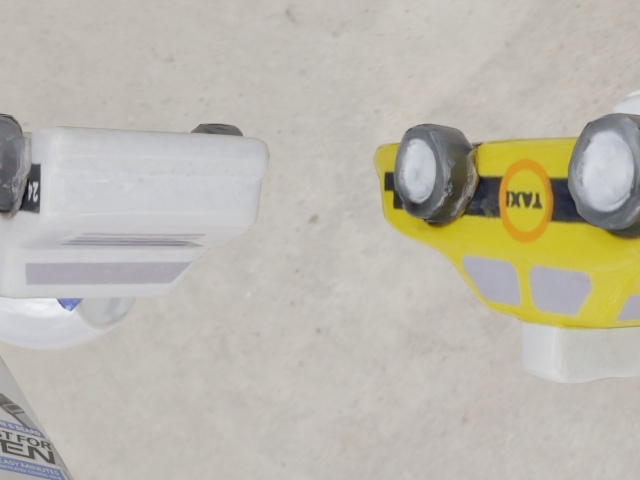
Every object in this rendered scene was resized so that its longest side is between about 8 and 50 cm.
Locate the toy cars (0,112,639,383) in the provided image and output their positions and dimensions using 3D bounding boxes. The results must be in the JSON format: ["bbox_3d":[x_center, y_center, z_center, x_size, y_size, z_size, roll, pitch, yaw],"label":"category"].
[{"bbox_3d":[0.000,0.000,0.454,0.393,0.176,0.087,2,92,18],"label":"toy cars"}]

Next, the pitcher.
[{"bbox_3d":[-0.251,-0.006,0.955,0.207,0.125,0.178,6,123,30],"label":"pitcher"}]

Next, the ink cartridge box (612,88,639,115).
[{"bbox_3d":[0.363,0.002,0.997,0.197,0.114,0.273,-13,77,11],"label":"ink cartridge box"}]

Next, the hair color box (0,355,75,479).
[{"bbox_3d":[-0.190,0.099,0.621,0.053,0.093,0.167,-57,45,10],"label":"hair color box"}]
